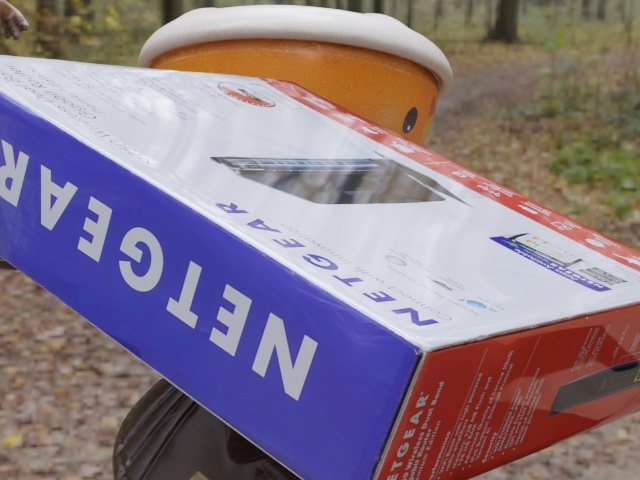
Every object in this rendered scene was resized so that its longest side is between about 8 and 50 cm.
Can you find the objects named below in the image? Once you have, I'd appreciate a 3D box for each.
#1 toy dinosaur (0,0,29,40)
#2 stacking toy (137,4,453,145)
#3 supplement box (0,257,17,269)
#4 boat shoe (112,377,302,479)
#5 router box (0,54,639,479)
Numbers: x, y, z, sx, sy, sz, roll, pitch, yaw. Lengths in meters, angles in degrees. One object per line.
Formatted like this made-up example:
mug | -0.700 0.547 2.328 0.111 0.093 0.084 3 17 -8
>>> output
toy dinosaur | -0.417 -0.207 1.162 0.127 0.295 0.200 32 -2 42
stacking toy | -0.037 0.008 1.330 0.351 0.479 0.350 3 -7 0
supplement box | -0.315 -0.070 1.086 0.081 0.188 0.104 4 53 9
boat shoe | -0.041 0.151 0.654 0.095 0.095 0.257 -42 24 -5
router box | 0.000 0.000 0.669 0.335 0.082 0.301 30 20 32
